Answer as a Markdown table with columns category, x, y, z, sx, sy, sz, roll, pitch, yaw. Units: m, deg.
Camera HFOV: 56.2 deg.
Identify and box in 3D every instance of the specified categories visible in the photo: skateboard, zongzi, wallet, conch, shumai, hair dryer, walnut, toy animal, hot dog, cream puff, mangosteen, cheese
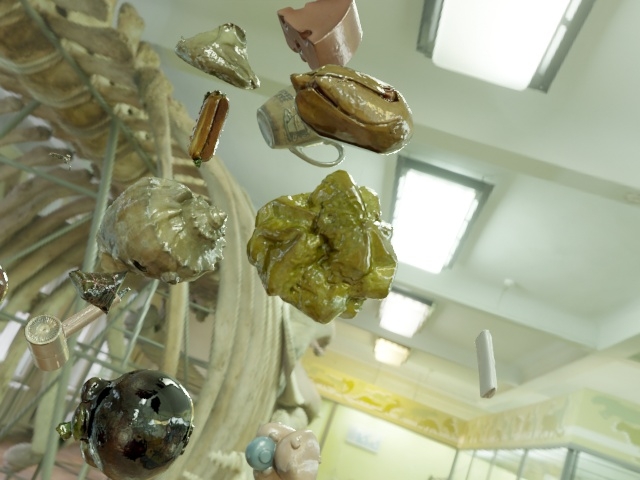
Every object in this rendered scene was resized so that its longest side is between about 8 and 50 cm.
| category | x | y | z | sx | sy | sz | roll | pitch | yaw |
| --- | --- | --- | --- | --- | --- | --- | --- | --- | --- |
| skateboard | -0.811 | -0.250 | 1.884 | 0.064 | 0.032 | 0.083 | 16 | 16 | -43 |
| zongzi | -0.332 | 0.083 | 0.907 | 0.083 | 0.073 | 0.067 | -4 | 25 | -46 |
| wallet | 0.322 | 0.239 | 1.164 | 0.025 | 0.122 | 0.061 | 3 | -34 | 2 |
| conch | -0.364 | -0.005 | 1.352 | 0.263 | 0.324 | 0.186 | 58 | 2 | -27 |
| shumai | -0.207 | -0.410 | 1.306 | 0.201 | 0.120 | 0.201 | 26 | 8 | -4 |
| hair dryer | -0.737 | 0.255 | 1.866 | 0.107 | 0.344 | 0.189 | 41 | -36 | 19 |
| walnut | 0.055 | -0.223 | 1.029 | 0.245 | 0.137 | 0.137 | 18 | -15 | -16 |
| toy animal | -0.105 | 0.690 | 1.929 | 0.221 | 0.210 | 0.229 | 0 | -22 | 17 |
| hot dog | -0.270 | -0.266 | 1.425 | 0.055 | 0.188 | 0.072 | 30 | 12 | 33 |
| cream puff | -0.007 | -0.005 | 1.235 | 0.274 | 0.323 | 0.269 | 3 | -49 | -27 |
| mangosteen | -0.484 | 0.464 | 1.562 | 0.313 | 0.297 | 0.297 | 38 | -13 | 15 |
| cheese | -0.004 | -0.499 | 1.489 | 0.203 | 0.177 | 0.128 | -7 | -38 | 10 |

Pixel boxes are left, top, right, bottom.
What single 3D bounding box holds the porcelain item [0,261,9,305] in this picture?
| category | x | y | z | sx | sy | sz | roll | pitch | yaw |
| --- | --- | --- | --- | --- | --- | --- | --- | --- | --- |
| porcelain item | -1.102 | 0.133 | 1.840 | 0.253 | 0.253 | 0.253 | 20 | -17 | 7 |

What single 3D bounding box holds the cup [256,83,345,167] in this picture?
| category | x | y | z | sx | sy | sz | roll | pitch | yaw |
| --- | --- | --- | --- | --- | --- | --- | --- | --- | --- |
| cup | -0.049 | -0.360 | 1.923 | 0.301 | 0.257 | 0.227 | 65 | -13 | -2 |
